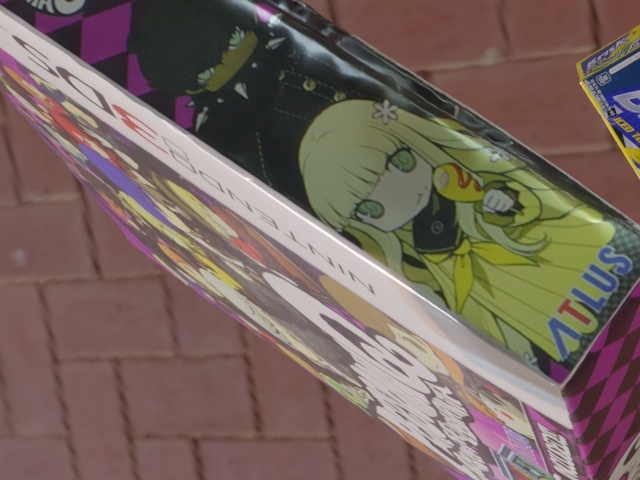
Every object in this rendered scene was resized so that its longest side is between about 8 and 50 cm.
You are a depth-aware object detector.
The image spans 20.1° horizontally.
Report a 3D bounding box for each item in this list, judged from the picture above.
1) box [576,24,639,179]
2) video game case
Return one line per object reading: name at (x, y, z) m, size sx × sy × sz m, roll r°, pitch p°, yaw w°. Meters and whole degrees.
box at (0.250, -0.067, 1.288) m, size 0.059 × 0.054 × 0.169 m, roll -31°, pitch 106°, yaw 15°
video game case at (0.000, 0.000, 0.480) m, size 0.210 × 0.232 × 0.042 m, roll 35°, pitch 80°, yaw 21°
